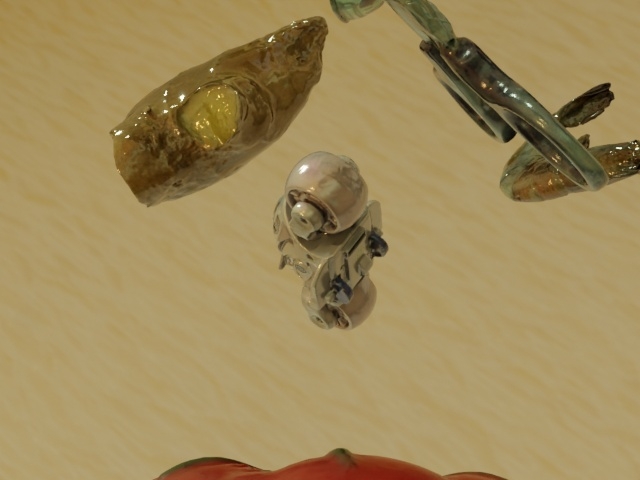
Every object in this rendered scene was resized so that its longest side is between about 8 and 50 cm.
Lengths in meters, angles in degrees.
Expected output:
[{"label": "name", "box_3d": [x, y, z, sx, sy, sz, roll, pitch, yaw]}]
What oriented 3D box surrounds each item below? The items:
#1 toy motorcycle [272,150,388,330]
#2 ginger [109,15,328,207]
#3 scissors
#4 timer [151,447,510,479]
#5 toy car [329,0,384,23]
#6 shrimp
[{"label": "toy motorcycle", "box_3d": [0.000, 0.000, 1.414, 0.112, 0.112, 0.254, -43, -26, -19]}, {"label": "ginger", "box_3d": [-0.097, -0.137, 1.641, 0.270, 0.123, 0.219, -26, 4, 3]}, {"label": "scissors", "box_3d": [0.063, -0.189, 1.201, 0.029, 0.256, 0.383, -46, -70, 1]}, {"label": "timer", "box_3d": [0.011, 0.303, 1.099, 0.378, 0.378, 0.279, 41, -133, -57]}, {"label": "toy car", "box_3d": [0.060, -0.401, 1.728, 0.136, 0.125, 0.306, 24, -115, -76]}, {"label": "shrimp", "box_3d": [0.249, -0.093, 1.346, 0.035, 0.195, 0.148, 58, -134, -24]}]
